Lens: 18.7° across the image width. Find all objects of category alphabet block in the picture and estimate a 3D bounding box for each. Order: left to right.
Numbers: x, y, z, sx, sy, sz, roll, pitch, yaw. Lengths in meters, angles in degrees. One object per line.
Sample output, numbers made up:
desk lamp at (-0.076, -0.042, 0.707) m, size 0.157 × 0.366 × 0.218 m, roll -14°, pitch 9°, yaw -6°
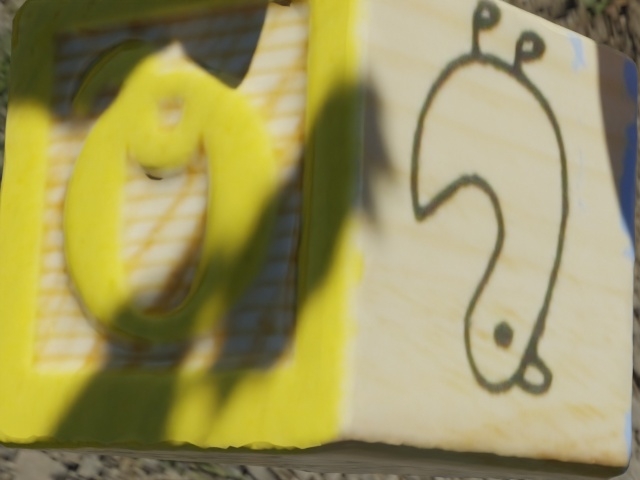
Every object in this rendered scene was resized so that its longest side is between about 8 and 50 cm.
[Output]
alphabet block at (0.000, 0.000, 0.803) m, size 0.193 × 0.197 × 0.192 m, roll -6°, pitch 79°, yaw 39°
